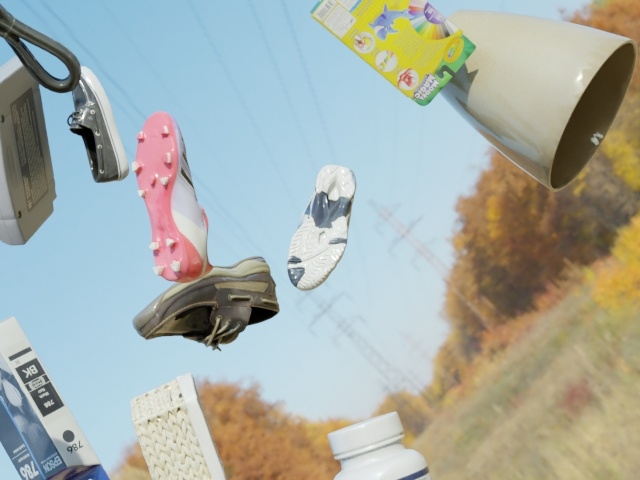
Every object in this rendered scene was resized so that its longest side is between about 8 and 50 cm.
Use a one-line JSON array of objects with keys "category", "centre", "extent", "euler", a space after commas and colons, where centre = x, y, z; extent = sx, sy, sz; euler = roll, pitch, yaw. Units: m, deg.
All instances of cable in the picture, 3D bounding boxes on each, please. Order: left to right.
[{"category": "cable", "centre": [-0.454, -0.314, 1.554], "extent": [0.139, 0.287, 0.072], "euler": [-56, 28, 23]}]

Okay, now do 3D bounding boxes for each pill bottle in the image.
[{"category": "pill bottle", "centre": [0.076, 0.293, 1.248], "extent": [0.112, 0.186, 0.112], "euler": [-18, -8, -3]}]

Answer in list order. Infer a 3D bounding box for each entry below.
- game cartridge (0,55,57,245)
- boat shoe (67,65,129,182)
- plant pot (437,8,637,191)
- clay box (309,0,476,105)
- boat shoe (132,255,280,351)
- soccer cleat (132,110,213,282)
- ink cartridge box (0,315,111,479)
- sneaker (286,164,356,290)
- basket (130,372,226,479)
[{"category": "game cartridge", "centre": [-0.531, -0.154, 1.944], "extent": [0.198, 0.062, 0.297], "euler": [-63, -27, -61]}, {"category": "boat shoe", "centre": [-0.434, -0.213, 2.101], "extent": [0.076, 0.228, 0.080], "euler": [-21, 4, -35]}, {"category": "plant pot", "centre": [0.310, -0.251, 1.763], "extent": [0.256, 0.274, 0.256], "euler": [-45, -26, -30]}, {"category": "clay box", "centre": [0.109, -0.313, 1.662], "extent": [0.127, 0.222, 0.053], "euler": [-49, 15, 12]}, {"category": "boat shoe", "centre": [-0.184, 0.123, 2.019], "extent": [0.132, 0.130, 0.355], "euler": [-41, -13, 36]}, {"category": "soccer cleat", "centre": [-0.208, -0.061, 1.618], "extent": [0.083, 0.248, 0.095], "euler": [-10, -3, 33]}, {"category": "ink cartridge box", "centre": [-0.482, 0.304, 1.875], "extent": [0.065, 0.332, 0.165], "euler": [-29, -5, -45]}, {"category": "sneaker", "centre": [0.000, 0.000, 1.944], "extent": [0.153, 0.094, 0.234], "euler": [95, -175, -65]}, {"category": "basket", "centre": [-0.214, 0.302, 1.682], "extent": [0.103, 0.167, 0.113], "euler": [-18, 16, -7]}]
